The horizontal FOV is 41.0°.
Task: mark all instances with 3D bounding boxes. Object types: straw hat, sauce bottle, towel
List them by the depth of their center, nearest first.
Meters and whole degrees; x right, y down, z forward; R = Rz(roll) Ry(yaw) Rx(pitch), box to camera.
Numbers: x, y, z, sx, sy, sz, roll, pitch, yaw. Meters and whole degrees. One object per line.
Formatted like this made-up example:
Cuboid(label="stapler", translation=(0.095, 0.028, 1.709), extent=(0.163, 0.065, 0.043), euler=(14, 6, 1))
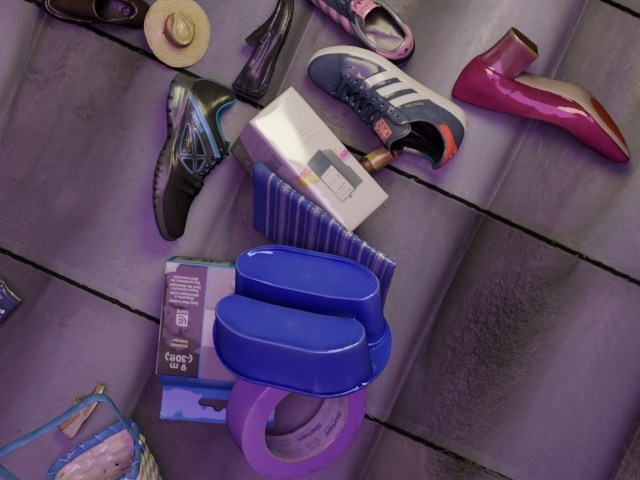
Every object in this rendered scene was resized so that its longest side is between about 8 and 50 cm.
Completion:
Cuboid(label="towel", translation=(0.000, 0.000, 1.656), extent=(0.336, 0.243, 0.040), euler=(36, 66, 15))
Cuboid(label="straw hat", translation=(-0.282, -0.425, 1.725), extent=(0.144, 0.061, 0.144), euler=(-2, 97, -17))
Cuboid(label="sauce bottle", translation=(0.107, -0.162, 1.772), extent=(0.128, 0.042, 0.042), euler=(-31, 94, 0))

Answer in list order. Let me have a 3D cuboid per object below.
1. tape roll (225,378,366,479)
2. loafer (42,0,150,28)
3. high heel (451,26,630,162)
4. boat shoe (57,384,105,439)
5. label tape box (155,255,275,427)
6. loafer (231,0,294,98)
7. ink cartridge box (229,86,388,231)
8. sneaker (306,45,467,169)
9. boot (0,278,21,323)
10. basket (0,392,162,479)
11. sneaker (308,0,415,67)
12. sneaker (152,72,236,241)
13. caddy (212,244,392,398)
Cuboid(label="tape roll", translation=(-0.047, 0.339, 1.712), extent=(0.274, 0.090, 0.275), euler=(-13, 121, -24))
Cuboid(label="loafer", translation=(-0.455, -0.479, 1.728), extent=(0.220, 0.078, 0.080), euler=(5, 94, -1))
Cuboid(label="high heel", translation=(0.456, -0.254, 1.759), extent=(0.377, 0.127, 0.181), euler=(42, 121, -7))
Cuboid(label="boat shoe", translation=(-0.503, 0.354, 1.799), extent=(0.045, 0.050, 0.135), euler=(35, 93, -8))
Cuboid(label="label tape box", translation=(-0.202, 0.218, 1.761), extent=(0.249, 0.115, 0.348), euler=(6, 92, -1))
Cuboid(label="loafer", translation=(-0.115, -0.400, 1.737), extent=(0.078, 0.076, 0.223), euler=(20, 97, -9))
Cuboid(label="ink cartridge box", translation=(-0.004, -0.106, 1.685), extent=(0.119, 0.207, 0.353), euler=(-43, 94, -19))
Cuboid(label="sneaker", translation=(0.122, -0.257, 1.697), extent=(0.350, 0.131, 0.148), euler=(25, 54, -1))
Cuboid(label="boot", translation=(-0.715, 0.090, 1.778), extent=(0.086, 0.069, 0.190), euler=(-44, 101, -5))
Cuboid(label="basket", translation=(-0.469, 0.461, 1.716), extent=(0.254, 0.201, 0.289), euler=(-29, 125, 1))
Cuboid(label="sneaker", translation=(0.067, -0.477, 1.705), extent=(0.319, 0.131, 0.112), euler=(39, 93, -3))
Cuboid(label="sneaker", translation=(-0.257, -0.161, 1.730), extent=(0.139, 0.125, 0.341), euler=(9, 96, -6))
Cuboid(label="caddy", translation=(-0.037, 0.156, 1.581), extent=(0.341, 0.179, 0.241), euler=(11, 51, 13))
